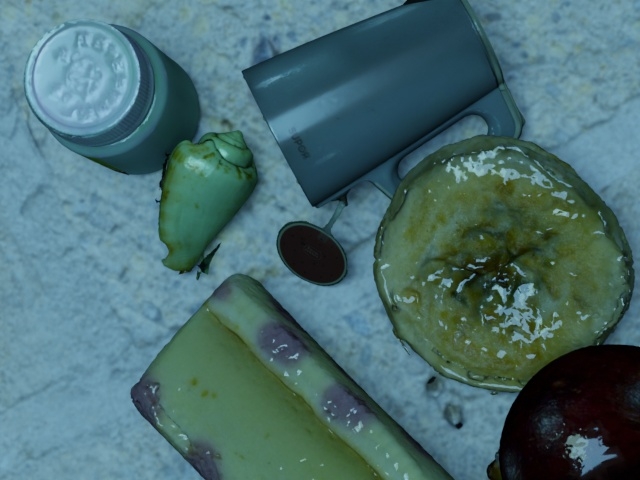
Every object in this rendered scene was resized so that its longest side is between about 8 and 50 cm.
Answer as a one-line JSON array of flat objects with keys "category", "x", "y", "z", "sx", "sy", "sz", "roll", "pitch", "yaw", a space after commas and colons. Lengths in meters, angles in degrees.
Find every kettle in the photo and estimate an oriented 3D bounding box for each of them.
[{"category": "kettle", "x": 0.073, "y": -0.134, "z": 1.899, "sx": 0.243, "sy": 0.160, "sz": 0.210, "roll": -26, "pitch": 99, "yaw": 2}]

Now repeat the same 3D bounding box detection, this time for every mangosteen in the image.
[{"category": "mangosteen", "x": 0.263, "y": 0.224, "z": 1.800, "sx": 0.261, "sy": 0.235, "sz": 0.235, "roll": -23, "pitch": 78, "yaw": 48}]

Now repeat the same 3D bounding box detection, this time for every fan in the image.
[{"category": "fan", "x": 0.000, "y": 0.000, "z": 1.913, "sx": 0.085, "sy": 0.133, "sz": 0.005, "roll": 34, "pitch": 47, "yaw": 2}]

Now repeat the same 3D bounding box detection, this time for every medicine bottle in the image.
[{"category": "medicine bottle", "x": -0.215, "y": -0.148, "z": 1.904, "sx": 0.139, "sy": 0.225, "sz": 0.139, "roll": -1, "pitch": 85, "yaw": 9}]

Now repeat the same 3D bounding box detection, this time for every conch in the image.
[{"category": "conch", "x": -0.132, "y": -0.044, "z": 1.947, "sx": 0.106, "sy": 0.079, "sz": 0.170, "roll": 23, "pitch": 96, "yaw": -21}]

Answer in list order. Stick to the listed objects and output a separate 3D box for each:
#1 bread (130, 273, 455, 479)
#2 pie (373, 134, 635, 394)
[{"category": "bread", "x": -0.020, "y": 0.211, "z": 1.846, "sx": 0.187, "sy": 0.155, "sz": 0.338, "roll": -46, "pitch": 63, "yaw": -3}, {"category": "pie", "x": 0.185, "y": 0.026, "z": 1.871, "sx": 0.274, "sy": 0.055, "sz": 0.274, "roll": 3, "pitch": 105, "yaw": 10}]
